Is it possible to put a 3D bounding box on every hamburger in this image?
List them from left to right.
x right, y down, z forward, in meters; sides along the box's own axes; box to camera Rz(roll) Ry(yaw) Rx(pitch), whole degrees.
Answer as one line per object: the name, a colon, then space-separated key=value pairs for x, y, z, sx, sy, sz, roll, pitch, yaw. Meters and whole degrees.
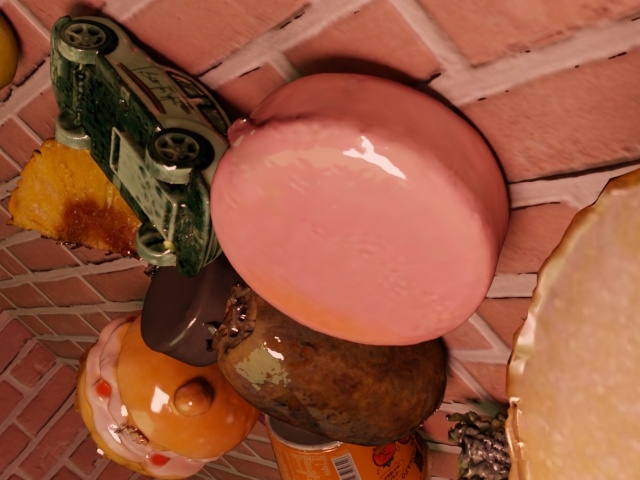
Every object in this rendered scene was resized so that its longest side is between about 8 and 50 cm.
hamburger: x=-0.206 y=0.213 z=1.413 sx=0.276 sy=0.276 sz=0.237 roll=46 pitch=134 yaw=-16

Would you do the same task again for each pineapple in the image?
pineapple: x=-0.211 y=-0.072 z=1.097 sx=0.335 sy=0.158 sz=0.161 roll=10 pitch=105 yaw=40

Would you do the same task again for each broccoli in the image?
broccoli: x=0.213 y=0.292 z=1.120 sx=0.146 sy=0.164 sz=0.304 roll=4 pitch=166 yaw=2

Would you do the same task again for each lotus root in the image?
lotus root: x=0.019 y=0.133 z=1.015 sx=0.275 sy=0.152 sz=0.160 roll=22 pitch=143 yaw=-30

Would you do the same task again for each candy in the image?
candy: x=0.026 y=-0.024 z=0.772 sx=0.255 sy=0.094 sz=0.255 roll=14 pitch=136 yaw=14

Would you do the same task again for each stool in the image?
stool: x=-0.147 y=0.074 z=1.243 sx=0.139 sy=0.228 sz=0.153 roll=30 pitch=121 yaw=-34

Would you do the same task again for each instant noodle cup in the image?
instant noodle cup: x=0.028 y=0.264 z=1.242 sx=0.216 sy=0.216 sz=0.172 roll=17 pitch=139 yaw=40

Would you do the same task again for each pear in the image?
pear: x=-0.412 y=-0.228 z=1.102 sx=0.107 sy=0.107 sz=0.131 roll=30 pitch=151 yaw=20

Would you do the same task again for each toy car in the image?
toy car: x=-0.166 y=-0.107 z=0.934 sx=0.306 sy=0.125 sz=0.136 roll=50 pitch=143 yaw=29

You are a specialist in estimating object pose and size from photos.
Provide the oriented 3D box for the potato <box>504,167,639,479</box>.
potato: x=0.335 y=0.080 z=0.388 sx=0.442 sy=0.319 sz=0.385 roll=23 pitch=113 yaw=49

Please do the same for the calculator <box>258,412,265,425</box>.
calculator: x=-0.101 y=0.297 z=1.680 sx=0.127 sy=0.034 sz=0.190 roll=38 pitch=155 yaw=6
